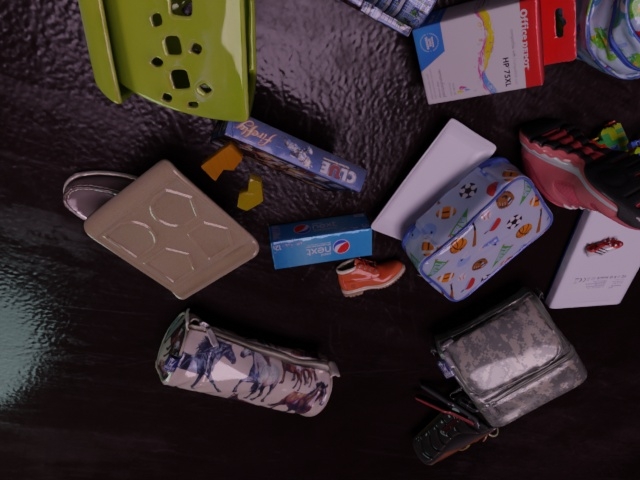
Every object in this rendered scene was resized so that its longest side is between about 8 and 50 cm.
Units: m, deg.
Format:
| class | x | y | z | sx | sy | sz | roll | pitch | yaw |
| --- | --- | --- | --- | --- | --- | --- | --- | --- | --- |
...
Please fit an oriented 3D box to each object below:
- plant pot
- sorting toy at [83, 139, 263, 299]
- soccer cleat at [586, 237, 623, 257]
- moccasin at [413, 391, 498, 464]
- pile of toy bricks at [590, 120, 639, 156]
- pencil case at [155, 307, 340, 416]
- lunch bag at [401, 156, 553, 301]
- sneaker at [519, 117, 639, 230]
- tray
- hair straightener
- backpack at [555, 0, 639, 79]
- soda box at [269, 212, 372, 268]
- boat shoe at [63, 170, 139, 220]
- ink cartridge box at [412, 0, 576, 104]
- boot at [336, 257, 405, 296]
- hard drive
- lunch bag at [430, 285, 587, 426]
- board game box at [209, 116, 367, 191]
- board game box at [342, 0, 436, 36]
| class | x | y | z | sx | sy | sz | roll | pitch | yaw |
| --- | --- | --- | --- | --- | --- | --- | --- | --- | --- |
| plant pot | -0.198 | -0.308 | 0.625 | 0.207 | 0.227 | 0.228 | 1 | 123 | -5 |
| sorting toy | -0.217 | -0.034 | 0.778 | 0.307 | 0.041 | 0.229 | -30 | 124 | 19 |
| soccer cleat | 0.668 | 0.019 | 1.067 | 0.083 | 0.029 | 0.036 | -14 | 134 | 3 |
| moccasin | 0.447 | 0.554 | 1.370 | 0.147 | 0.139 | 0.380 | 2 | 129 | -43 |
| pile of toy bricks | 0.607 | -0.193 | 0.927 | 0.212 | 0.118 | 0.105 | -22 | 86 | -2 |
| pencil case | -0.166 | 0.296 | 1.070 | 0.410 | 0.160 | 0.183 | 22 | 132 | -23 |
| lunch bag | 0.331 | -0.010 | 0.970 | 0.303 | 0.115 | 0.243 | -42 | 133 | 13 |
| sneaker | 0.494 | -0.107 | 0.843 | 0.116 | 0.314 | 0.136 | -22 | 136 | -7 |
| tray | 0.227 | -0.114 | 0.937 | 0.145 | 0.030 | 0.270 | 20 | 118 | -30 |
| hair straightener | 0.386 | 0.458 | 1.275 | 0.047 | 0.230 | 0.089 | 1 | 109 | -62 |
| backpack | 0.528 | -0.430 | 0.680 | 0.290 | 0.273 | 0.355 | 20 | 131 | -29 |
| soda box | 0.000 | 0.000 | 0.957 | 0.210 | 0.067 | 0.071 | -8 | 125 | -5 |
| boat shoe | -0.320 | -0.033 | 0.857 | 0.324 | 0.097 | 0.117 | 22 | 118 | -23 |
| ink cartridge box | 0.280 | -0.315 | 0.729 | 0.231 | 0.078 | 0.134 | -2 | 130 | 30 |
| boot | 0.113 | 0.068 | 1.032 | 0.158 | 0.059 | 0.085 | -20 | 120 | 5 |
| hard drive | 0.708 | 0.032 | 1.125 | 0.210 | 0.040 | 0.319 | -3 | 124 | -8 |
| lunch bag | 0.467 | 0.283 | 1.160 | 0.305 | 0.212 | 0.256 | -33 | 106 | 11 |
| board game box | -0.061 | -0.147 | 0.789 | 0.243 | 0.165 | 0.042 | 20 | 89 | -22 |
| board game box | 0.060 | -0.375 | 0.669 | 0.194 | 0.194 | 0.060 | 24 | 116 | -8 |
